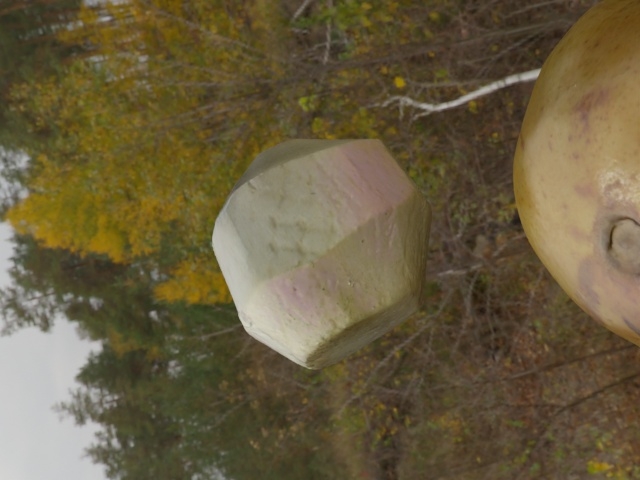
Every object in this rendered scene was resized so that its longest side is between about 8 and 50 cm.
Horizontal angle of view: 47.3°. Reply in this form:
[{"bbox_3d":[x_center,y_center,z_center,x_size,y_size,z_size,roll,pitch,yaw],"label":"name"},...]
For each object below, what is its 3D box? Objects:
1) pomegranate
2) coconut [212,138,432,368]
[{"bbox_3d":[0.260,-0.053,0.493,0.264,0.265,0.264,165,90,-82],"label":"pomegranate"},{"bbox_3d":[0.000,0.000,0.809,0.259,0.260,0.259,165,90,-82],"label":"coconut"}]
